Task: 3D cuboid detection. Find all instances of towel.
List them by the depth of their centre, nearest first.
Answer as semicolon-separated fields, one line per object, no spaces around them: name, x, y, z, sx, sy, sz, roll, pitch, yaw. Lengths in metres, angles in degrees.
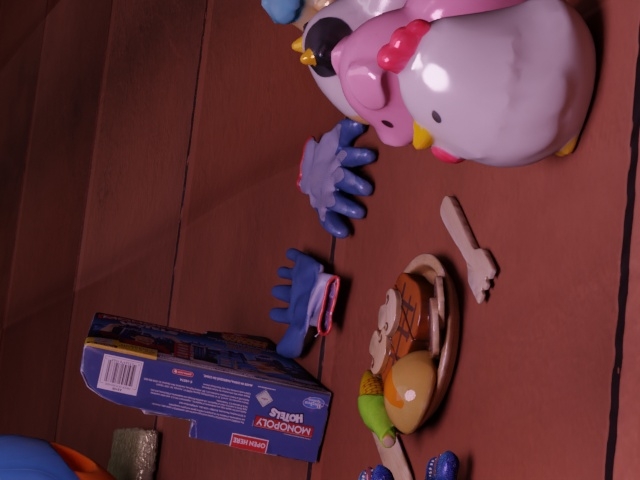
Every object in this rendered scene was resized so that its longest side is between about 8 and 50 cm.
towel;-0.194;0.244;2.024;0.148;0.027;0.110;156;123;-70

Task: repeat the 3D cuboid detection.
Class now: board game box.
board game box;-0.095;0.112;1.600;0.194;0.194;0.060;-112;34;-83

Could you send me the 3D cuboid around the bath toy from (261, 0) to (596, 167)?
bath toy;0.059;-0.130;1.289;0.348;0.129;0.151;-128;51;-65

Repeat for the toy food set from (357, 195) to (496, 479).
toy food set;0.057;0.070;1.333;0.132;0.038;0.192;-112;36;-59

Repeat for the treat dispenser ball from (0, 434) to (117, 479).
treat dispenser ball;-0.294;0.327;1.860;0.288;0.288;0.288;-170;90;-72

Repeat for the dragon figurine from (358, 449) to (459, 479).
dragon figurine;0.021;0.266;1.264;0.144;0.085;0.289;-165;86;-72

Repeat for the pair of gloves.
pair of gloves;0.000;0.000;1.572;0.159;0.023;0.198;-163;84;-74
